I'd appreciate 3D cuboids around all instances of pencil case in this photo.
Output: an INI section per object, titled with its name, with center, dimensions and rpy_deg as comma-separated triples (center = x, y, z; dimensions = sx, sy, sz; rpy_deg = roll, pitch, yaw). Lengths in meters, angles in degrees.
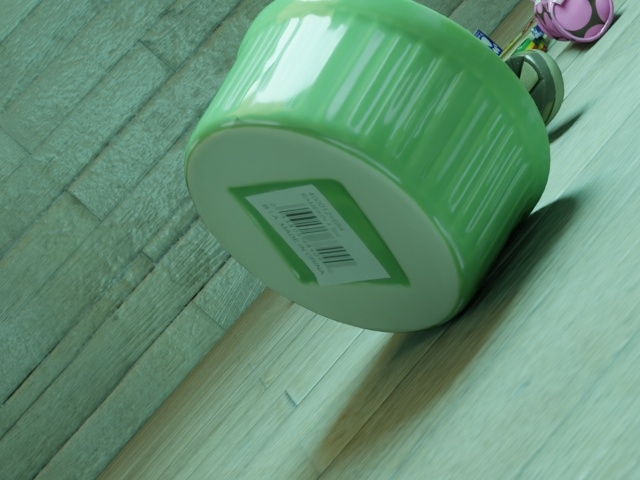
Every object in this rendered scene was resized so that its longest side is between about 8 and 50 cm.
[pencil case]
center = 0.361, -0.333, 1.424
dimensions = 0.095, 0.098, 0.209
rpy_deg = -47, 4, 10

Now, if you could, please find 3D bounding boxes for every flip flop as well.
[flip flop]
center = 0.229, -0.157, 1.168
dimensions = 0.080, 0.112, 0.277
rpy_deg = -22, -6, -16

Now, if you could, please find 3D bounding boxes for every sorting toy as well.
[sorting toy]
center = 0.367, -0.338, 1.812
dimensions = 0.132, 0.046, 0.274
rpy_deg = -46, 4, 30

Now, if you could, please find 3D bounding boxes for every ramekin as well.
[ramekin]
center = 0.030, -0.054, 0.854
dimensions = 0.148, 0.303, 0.303
rpy_deg = -59, 9, -30

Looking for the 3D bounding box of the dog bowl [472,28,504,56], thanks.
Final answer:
[dog bowl]
center = 0.302, -0.344, 2.208
dimensions = 0.265, 0.104, 0.265
rpy_deg = -48, 4, 4
